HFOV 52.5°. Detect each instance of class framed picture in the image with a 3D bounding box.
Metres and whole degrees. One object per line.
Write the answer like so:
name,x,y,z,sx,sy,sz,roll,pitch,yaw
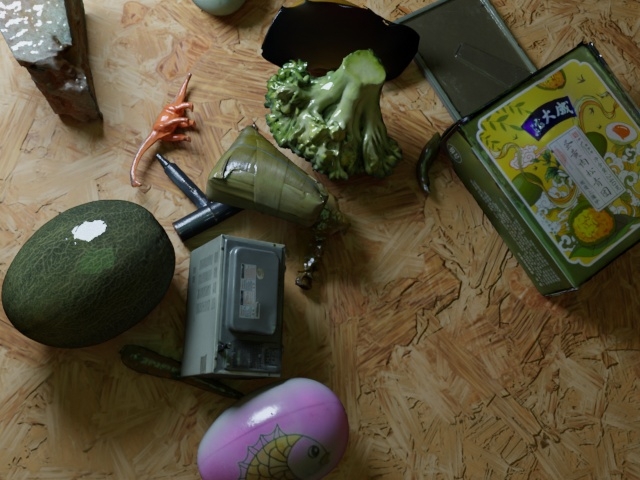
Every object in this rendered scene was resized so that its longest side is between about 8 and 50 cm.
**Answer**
framed picture,0.349,-0.414,1.492,0.247,0.022,0.335,-29,80,-14

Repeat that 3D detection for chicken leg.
chicken leg,-0.003,-0.001,1.312,0.101,0.085,0.207,13,82,-15

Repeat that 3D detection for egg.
egg,-0.082,0.354,1.148,0.271,0.196,0.196,-28,80,3
egg,-0.224,-0.579,1.399,0.150,0.149,0.192,-6,75,-9

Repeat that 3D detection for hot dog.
hot dog,0.033,-0.428,1.412,0.326,0.107,0.194,16,113,-25

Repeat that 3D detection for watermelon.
watermelon,-0.538,-0.399,1.258,0.151,0.264,0.301,-9,80,-9

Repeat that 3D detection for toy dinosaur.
toy dinosaur,-0.312,-0.226,1.335,0.102,0.055,0.279,4,58,19

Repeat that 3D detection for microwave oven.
microwave oven,-0.153,0.129,1.186,0.145,0.194,0.240,12,71,-33

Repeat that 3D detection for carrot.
carrot,-0.260,0.255,1.229,0.255,0.049,0.049,21,73,-5

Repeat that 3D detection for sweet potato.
sweet potato,0.232,-0.171,1.404,0.041,0.038,0.153,0,66,37

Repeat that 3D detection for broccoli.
broccoli,0.041,-0.251,1.288,0.288,0.245,0.247,0,59,-24

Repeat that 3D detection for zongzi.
zongzi,-0.084,-0.140,1.297,0.228,0.115,0.256,18,37,1

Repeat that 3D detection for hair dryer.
hair dryer,-0.252,-0.117,1.329,0.173,0.050,0.194,-28,77,-16

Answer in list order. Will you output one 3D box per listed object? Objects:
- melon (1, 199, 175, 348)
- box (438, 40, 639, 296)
melon,-0.409,0.061,1.158,0.302,0.237,0.237,-35,82,-9
box,0.519,-0.150,1.369,0.373,0.138,0.420,-33,85,-14
